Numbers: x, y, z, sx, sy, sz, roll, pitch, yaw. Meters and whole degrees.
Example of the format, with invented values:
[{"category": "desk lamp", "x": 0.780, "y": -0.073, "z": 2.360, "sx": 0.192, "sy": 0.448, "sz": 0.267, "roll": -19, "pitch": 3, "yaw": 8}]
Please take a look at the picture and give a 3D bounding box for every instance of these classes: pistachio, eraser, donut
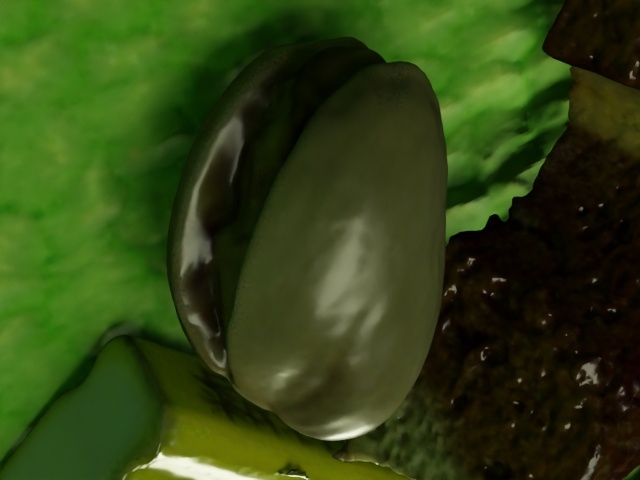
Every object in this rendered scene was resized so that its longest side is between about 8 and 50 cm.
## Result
[{"category": "pistachio", "x": 0.000, "y": 0.000, "z": 0.641, "sx": 0.113, "sy": 0.113, "sz": 0.149, "roll": 1, "pitch": 120, "yaw": -33}, {"category": "eraser", "x": -0.043, "y": 0.136, "z": 0.762, "sx": 0.226, "sy": 0.069, "sz": 0.158, "roll": 23, "pitch": 115, "yaw": -44}, {"category": "donut", "x": 0.140, "y": -0.008, "z": 0.701, "sx": 0.151, "sy": 0.112, "sz": 0.295, "roll": 11, "pitch": 114, "yaw": -47}]
